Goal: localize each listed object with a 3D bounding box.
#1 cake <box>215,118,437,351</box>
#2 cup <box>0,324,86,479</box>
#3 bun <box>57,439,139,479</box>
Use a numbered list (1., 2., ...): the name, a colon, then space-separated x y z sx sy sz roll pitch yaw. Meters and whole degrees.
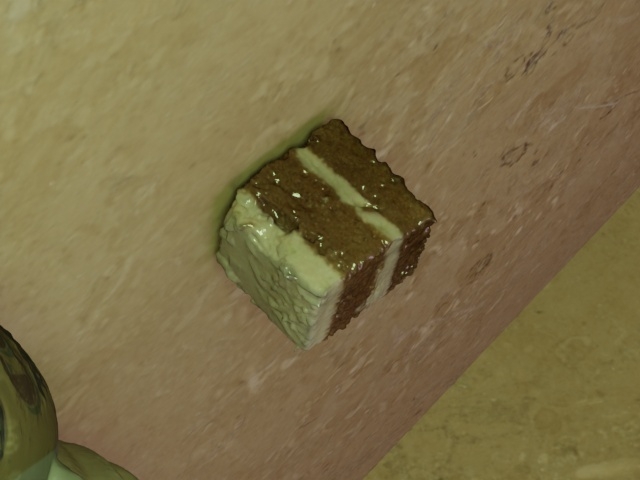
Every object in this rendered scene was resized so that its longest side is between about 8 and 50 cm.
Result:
1. cake: 0.000 0.000 1.264 0.147 0.135 0.134 -41 163 -23
2. cup: -0.215 0.128 0.809 0.257 0.301 0.227 1 109 -77
3. bun: -0.240 0.235 1.176 0.263 0.175 0.263 -5 137 -5
